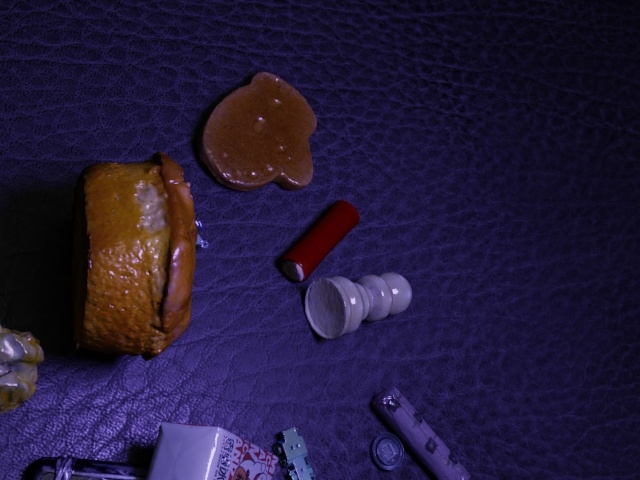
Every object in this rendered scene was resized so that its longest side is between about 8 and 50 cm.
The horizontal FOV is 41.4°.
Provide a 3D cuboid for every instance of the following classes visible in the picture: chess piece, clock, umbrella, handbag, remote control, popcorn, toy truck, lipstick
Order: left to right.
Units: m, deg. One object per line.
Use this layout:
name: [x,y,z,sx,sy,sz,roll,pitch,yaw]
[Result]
popcorn: [-0.587,0.221,1.491,0.185,0.167,0.187,33,53,-9]
remote control: [-0.405,0.449,1.562,0.266,0.066,0.090,15,62,-25]
handbag: [-0.193,0.466,1.614,0.298,0.151,0.171,47,49,-51]
toy truck: [-0.033,0.474,1.760,0.067,0.081,0.175,-13,77,-36]
lipstick: [0.000,0.000,1.980,0.080,0.080,0.241,47,54,-5]
chess piece: [0.103,0.136,1.957,0.251,0.144,0.144,-10,75,-40]
clock: [0.149,0.476,1.904,0.085,0.017,0.085,12,64,-26]
umbrella: [0.245,0.473,1.928,0.067,0.073,0.337,-42,95,-27]

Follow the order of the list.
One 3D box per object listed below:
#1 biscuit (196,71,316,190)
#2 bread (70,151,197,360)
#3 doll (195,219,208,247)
biscuit: [-0.131,-0.236,2.015,0.287,0.057,0.343,42,55,-8]
bread: [-0.356,0.028,1.594,0.215,0.398,0.398,1,69,-21]
doll: [-0.327,-0.034,1.813,0.195,0.070,0.096,28,88,-14]
